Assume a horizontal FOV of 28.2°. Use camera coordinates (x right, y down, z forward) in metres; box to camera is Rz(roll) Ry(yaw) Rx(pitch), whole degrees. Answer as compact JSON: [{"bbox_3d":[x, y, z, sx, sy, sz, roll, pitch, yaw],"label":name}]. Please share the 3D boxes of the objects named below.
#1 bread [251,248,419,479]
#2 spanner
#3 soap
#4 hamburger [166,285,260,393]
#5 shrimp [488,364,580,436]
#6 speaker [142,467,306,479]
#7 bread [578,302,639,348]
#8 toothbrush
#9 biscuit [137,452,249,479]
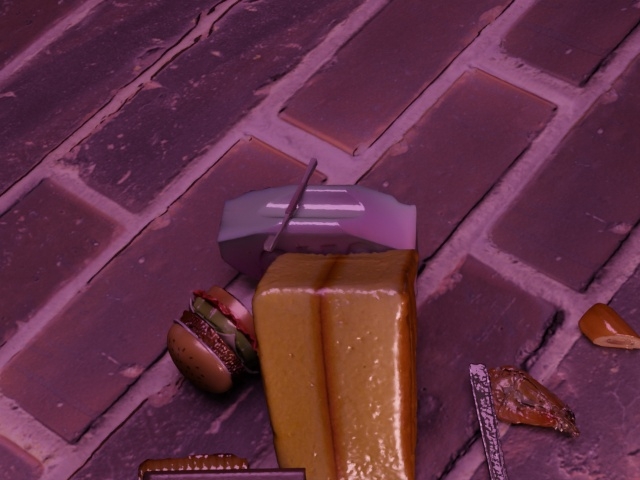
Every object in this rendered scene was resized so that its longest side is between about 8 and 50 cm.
[{"bbox_3d":[0.035,0.215,1.962,0.233,0.361,0.245,-2,12,9],"label":"bread"},{"bbox_3d":[0.261,0.331,1.922,0.093,0.026,0.325,-7,57,-1],"label":"spanner"},{"bbox_3d":[0.000,0.000,2.114,0.324,0.193,0.109,2,52,8],"label":"soap"},{"bbox_3d":[-0.170,0.165,2.025,0.137,0.175,0.175,-41,59,-16],"label":"hamburger"},{"bbox_3d":[0.328,0.257,1.982,0.184,0.043,0.091,25,65,30],"label":"shrimp"},{"bbox_3d":[-0.132,0.423,1.787,0.231,0.153,0.192,-2,53,3],"label":"speaker"},{"bbox_3d":[0.465,0.146,2.046,0.062,0.049,0.103,-28,53,-16],"label":"bread"},{"bbox_3d":[-0.046,-0.057,2.033,0.017,0.014,0.194,16,57,19],"label":"toothbrush"},{"bbox_3d":[-0.190,0.437,1.895,0.172,0.029,0.254,-4,53,2],"label":"biscuit"}]
